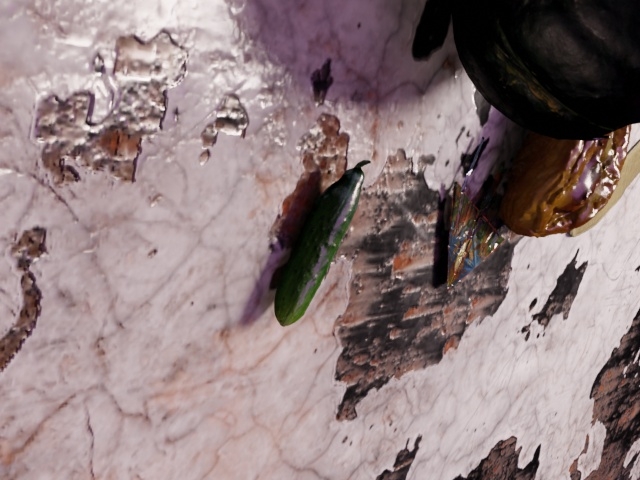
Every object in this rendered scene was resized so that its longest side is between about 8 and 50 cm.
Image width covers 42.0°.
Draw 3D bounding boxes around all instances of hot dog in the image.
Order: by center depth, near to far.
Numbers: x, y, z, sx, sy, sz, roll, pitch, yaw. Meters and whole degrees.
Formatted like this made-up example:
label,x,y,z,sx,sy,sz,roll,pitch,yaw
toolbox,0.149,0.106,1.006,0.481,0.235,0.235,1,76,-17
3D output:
label,x,y,z,sx,sy,sz,roll,pitch,yaw
hot dog,0.282,-0.108,0.940,0.160,0.099,0.227,16,91,-56

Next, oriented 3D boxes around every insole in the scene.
label,x,y,z,sx,sy,sz,roll,pitch,yaw
insole,0.425,-0.077,1.216,0.248,0.011,0.081,-38,135,-34

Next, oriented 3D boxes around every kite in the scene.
label,x,y,z,sx,sy,sz,roll,pitch,yaw
kite,0.171,-0.017,0.923,0.183,0.010,0.160,37,77,-55

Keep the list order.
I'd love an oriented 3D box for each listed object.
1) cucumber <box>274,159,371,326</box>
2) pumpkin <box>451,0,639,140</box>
label,x,y,z,sx,sy,sz,roll,pitch,yaw
cucumber,0.000,0.000,0.695,0.037,0.037,0.155,29,87,-54
pumpkin,0.222,-0.240,0.683,0.296,0.295,0.296,-28,129,-41
